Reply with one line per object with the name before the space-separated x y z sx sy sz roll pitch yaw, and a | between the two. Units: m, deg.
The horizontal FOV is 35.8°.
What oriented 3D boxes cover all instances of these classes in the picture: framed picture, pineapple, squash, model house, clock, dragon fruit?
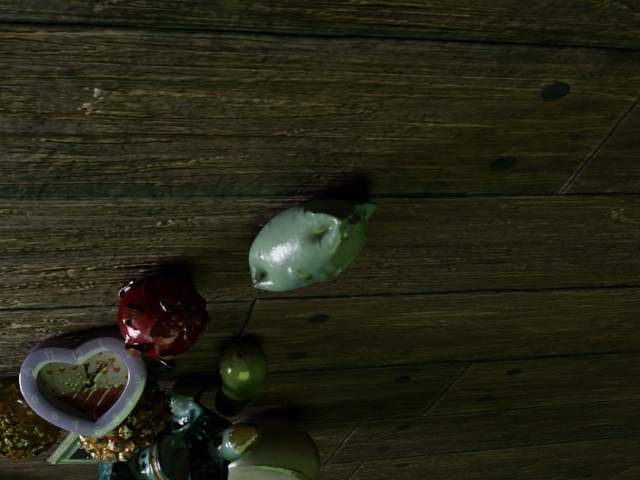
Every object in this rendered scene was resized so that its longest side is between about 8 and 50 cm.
framed picture | -0.400 0.401 1.998 0.231 0.018 0.293 6 148 -29
pineapple | -0.352 0.274 1.676 0.176 0.161 0.136 -26 116 0
squash | -0.142 0.244 1.742 0.083 0.083 0.250 -4 155 -12
model house | -0.233 0.368 1.752 0.291 0.253 0.184 -29 126 23
clock | -0.367 0.227 1.577 0.198 0.064 0.172 -11 108 1
dragon fruit | -0.230 0.108 1.412 0.133 0.136 0.166 31 169 -11

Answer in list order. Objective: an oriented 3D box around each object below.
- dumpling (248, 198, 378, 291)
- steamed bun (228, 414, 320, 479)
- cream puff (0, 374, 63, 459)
dumpling | -0.001 0.009 1.321 0.149 0.104 0.217 17 141 -41
steamed bun | -0.114 0.433 2.022 0.232 0.145 0.231 3 146 2
cream puff | -0.491 0.298 1.641 0.165 0.115 0.150 -12 134 -43
